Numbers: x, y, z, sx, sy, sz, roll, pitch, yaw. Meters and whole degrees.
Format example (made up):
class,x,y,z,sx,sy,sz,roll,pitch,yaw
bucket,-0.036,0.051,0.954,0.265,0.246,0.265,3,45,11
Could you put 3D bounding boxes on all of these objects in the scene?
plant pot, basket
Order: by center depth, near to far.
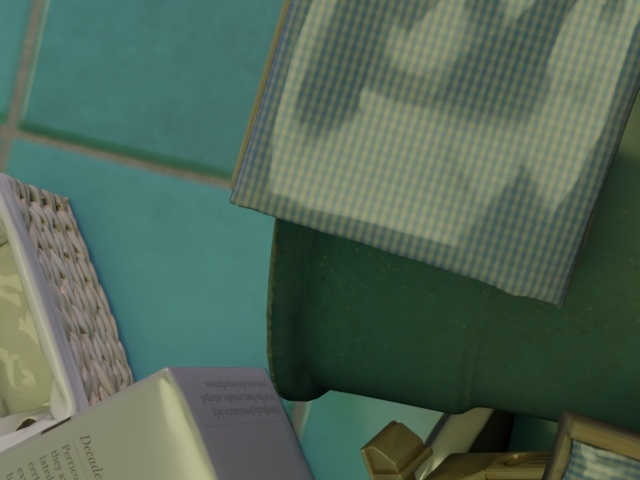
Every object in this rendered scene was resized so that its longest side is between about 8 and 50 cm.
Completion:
class,x,y,z,sx,sy,sz,roll,pitch,yaw
plant pot,0.190,-0.041,0.659,0.334,0.341,0.341,16,91,11
basket,-0.199,0.055,0.884,0.113,0.103,0.167,-25,78,16

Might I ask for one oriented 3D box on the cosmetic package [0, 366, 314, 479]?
class,x,y,z,sx,sy,sz,roll,pitch,yaw
cosmetic package,-0.104,0.178,0.817,0.183,0.151,0.151,-28,77,14

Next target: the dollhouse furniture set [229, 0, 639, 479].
class,x,y,z,sx,sy,sz,roll,pitch,yaw
dollhouse furniture set,0.083,-0.015,0.423,0.303,0.198,0.286,20,99,3

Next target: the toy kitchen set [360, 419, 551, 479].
class,x,y,z,sx,sy,sz,roll,pitch,yaw
toy kitchen set,0.067,0.118,0.661,0.075,0.083,0.068,-9,107,41

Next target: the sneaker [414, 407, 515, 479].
class,x,y,z,sx,sy,sz,roll,pitch,yaw
sneaker,0.088,0.223,0.783,0.146,0.104,0.296,22,90,8
